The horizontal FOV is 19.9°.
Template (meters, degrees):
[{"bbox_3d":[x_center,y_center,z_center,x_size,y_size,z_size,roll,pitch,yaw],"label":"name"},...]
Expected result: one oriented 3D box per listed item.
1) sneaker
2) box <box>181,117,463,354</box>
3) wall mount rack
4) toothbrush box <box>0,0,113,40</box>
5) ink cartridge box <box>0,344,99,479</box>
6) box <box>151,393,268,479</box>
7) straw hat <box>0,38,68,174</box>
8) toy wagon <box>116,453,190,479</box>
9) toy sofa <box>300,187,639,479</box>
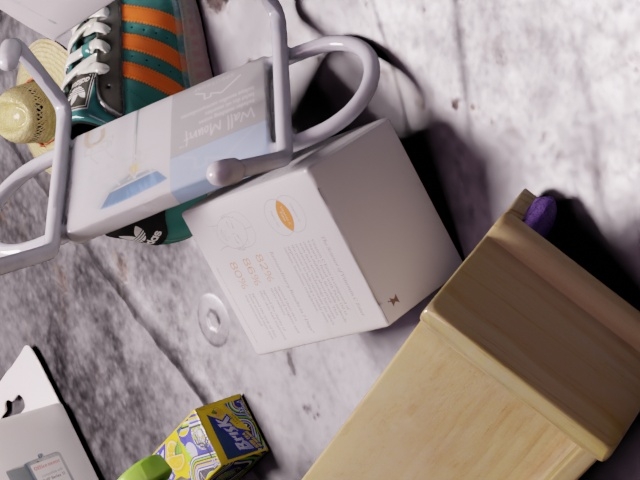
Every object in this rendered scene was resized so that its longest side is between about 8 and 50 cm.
[{"bbox_3d":[-0.167,-0.143,1.527,0.108,0.121,0.302,-26,80,51],"label":"sneaker"},{"bbox_3d":[0.000,0.000,1.360,0.170,0.091,0.130,-16,104,52],"label":"box"},{"bbox_3d":[-0.134,-0.070,1.325,0.350,0.130,0.304,-22,40,16],"label":"wall mount rack"},{"bbox_3d":[-0.149,-0.322,1.325,0.216,0.126,0.295,-20,48,53],"label":"toothbrush box"},{"bbox_3d":[-0.299,0.307,1.833,0.353,0.119,0.207,61,140,19],"label":"ink cartridge box"},{"bbox_3d":[-0.114,0.204,1.622,0.169,0.054,0.059,-48,63,48],"label":"box"},{"bbox_3d":[-0.275,-0.120,1.720,0.144,0.061,0.144,20,117,47],"label":"straw hat"},{"bbox_3d":[-0.080,0.330,1.553,0.267,0.068,0.344,49,156,16],"label":"toy wagon"},{"bbox_3d":[0.097,0.144,1.288,0.150,0.177,0.362,39,134,6],"label":"toy sofa"}]
